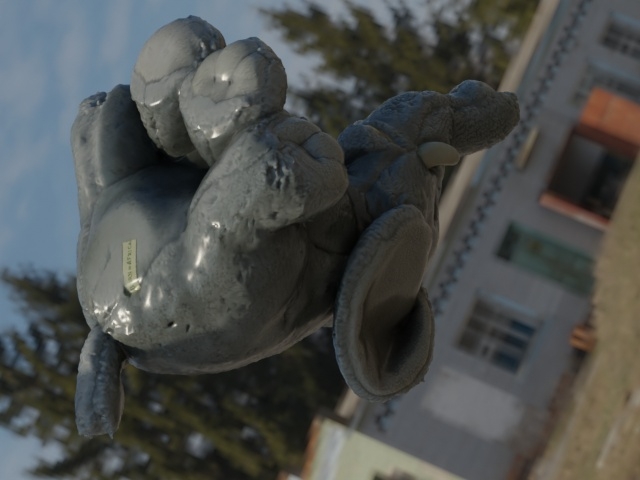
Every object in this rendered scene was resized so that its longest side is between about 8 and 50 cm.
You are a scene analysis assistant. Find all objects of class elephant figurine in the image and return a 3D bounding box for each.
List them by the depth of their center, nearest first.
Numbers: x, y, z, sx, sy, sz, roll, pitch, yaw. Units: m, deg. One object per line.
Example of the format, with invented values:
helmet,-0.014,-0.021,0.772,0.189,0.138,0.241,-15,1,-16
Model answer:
elephant figurine,0.000,0.000,0.817,0.186,0.169,0.239,-38,-35,22
